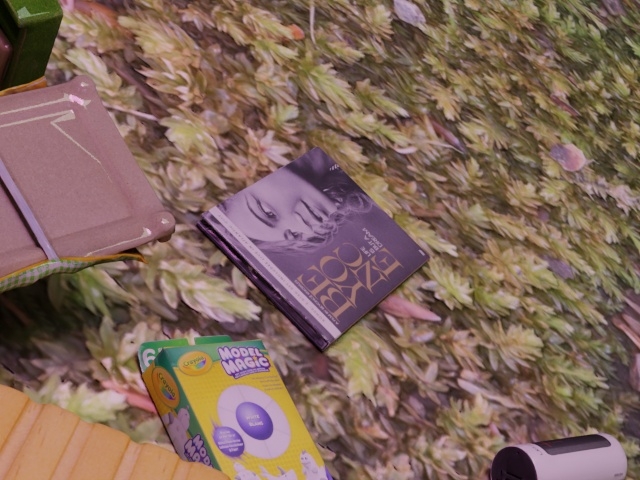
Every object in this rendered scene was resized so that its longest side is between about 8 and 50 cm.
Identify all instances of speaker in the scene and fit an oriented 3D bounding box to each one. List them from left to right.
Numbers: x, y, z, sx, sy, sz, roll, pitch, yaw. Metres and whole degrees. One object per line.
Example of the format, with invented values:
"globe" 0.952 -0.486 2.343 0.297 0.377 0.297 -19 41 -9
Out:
"speaker" 0.218 0.208 1.227 0.136 0.055 0.055 1 51 -42

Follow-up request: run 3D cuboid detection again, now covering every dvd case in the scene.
"dvd case" 0.000 0.000 1.284 0.164 0.018 0.221 45 35 7

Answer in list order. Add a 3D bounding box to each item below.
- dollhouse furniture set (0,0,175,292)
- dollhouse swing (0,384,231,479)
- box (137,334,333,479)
"dollhouse furniture set" -0.269 -0.064 1.019 0.198 0.151 0.301 -18 67 -37
"dollhouse swing" -0.151 0.138 0.728 0.347 0.315 0.305 22 44 -3
"box" -0.065 0.143 1.047 0.105 0.043 0.179 -2 51 -44
